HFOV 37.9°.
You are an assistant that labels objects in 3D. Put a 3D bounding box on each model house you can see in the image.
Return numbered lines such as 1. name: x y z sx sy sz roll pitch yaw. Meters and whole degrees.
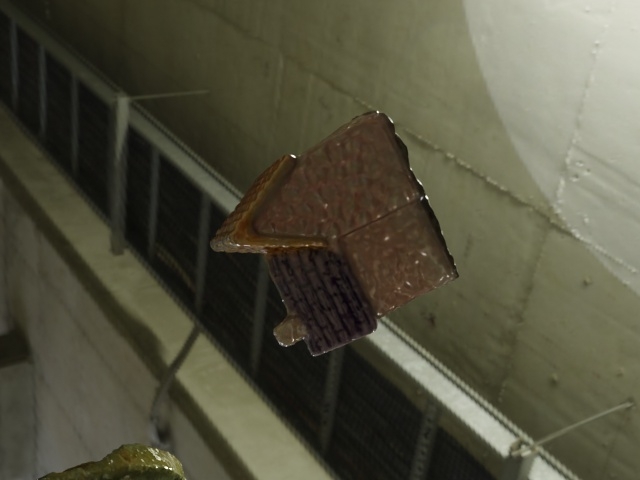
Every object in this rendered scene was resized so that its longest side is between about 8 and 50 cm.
1. model house: 0.000 0.000 1.146 0.237 0.237 0.202 65 -16 -8

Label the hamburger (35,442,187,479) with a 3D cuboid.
1. hamburger: -0.230 0.317 0.822 0.134 0.265 0.285 55 -48 27
